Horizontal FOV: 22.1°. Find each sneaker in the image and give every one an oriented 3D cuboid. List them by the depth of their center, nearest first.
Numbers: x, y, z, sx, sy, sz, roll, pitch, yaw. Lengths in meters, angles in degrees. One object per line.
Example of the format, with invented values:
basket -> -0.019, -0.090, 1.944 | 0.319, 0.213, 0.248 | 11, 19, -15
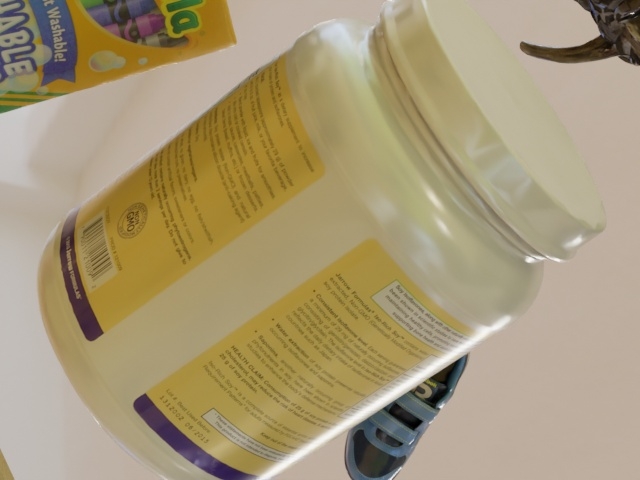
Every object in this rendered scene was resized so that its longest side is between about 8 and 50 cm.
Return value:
sneaker -> 0.065, 0.123, 1.241 | 0.144, 0.053, 0.059 | -58, -179, -8

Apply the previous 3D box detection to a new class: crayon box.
crayon box -> -0.187, -0.201, 1.158 | 0.203, 0.323, 0.083 | 79, -8, -54

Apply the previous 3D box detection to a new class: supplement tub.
supplement tub -> 0.000, 0.000, 1.116 | 0.331, 0.241, 0.241 | -35, -137, 19

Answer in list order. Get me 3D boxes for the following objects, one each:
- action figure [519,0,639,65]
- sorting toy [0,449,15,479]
action figure -> 0.164, -0.130, 0.599 | 0.275, 0.164, 0.141 | 118, -31, -47
sorting toy -> -0.209, 0.211, 0.839 | 0.038, 0.193, 0.208 | -13, -72, 39
